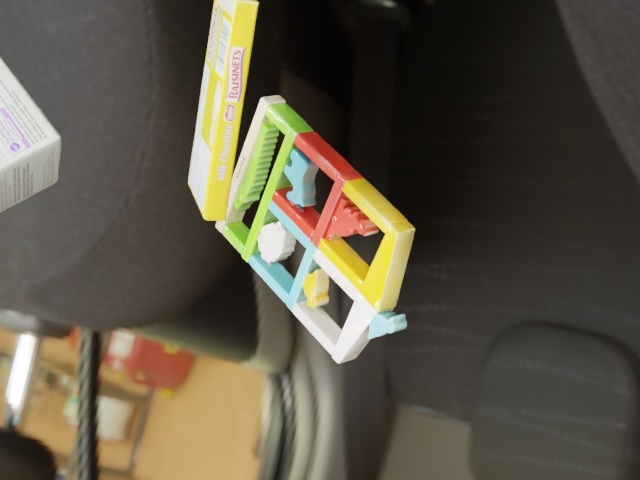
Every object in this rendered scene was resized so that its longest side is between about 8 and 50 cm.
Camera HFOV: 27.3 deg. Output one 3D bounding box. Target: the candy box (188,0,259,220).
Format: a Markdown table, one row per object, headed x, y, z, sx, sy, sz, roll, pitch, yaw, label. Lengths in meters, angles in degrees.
| x | y | z | sx | sy | sz | roll | pitch | yaw | label |
| --- | --- | --- | --- | --- | --- | --- | --- | --- | --- |
| -0.092 | -0.131 | 1.223 | 0.027 | 0.205 | 0.105 | 5 | -160 | -14 | candy box |

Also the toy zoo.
| x | y | z | sx | sy | sz | roll | pitch | yaw | label |
| --- | --- | --- | --- | --- | --- | --- | --- | --- | --- |
| 0.000 | 0.000 | 1.462 | 0.030 | 0.192 | 0.293 | -13 | -133 | -41 | toy zoo |

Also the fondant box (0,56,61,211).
| x | y | z | sx | sy | sz | roll | pitch | yaw | label |
| --- | --- | --- | --- | --- | --- | --- | --- | --- | --- |
| -0.459 | -0.094 | 1.297 | 0.238 | 0.330 | 0.096 | 52 | 154 | 14 | fondant box |
